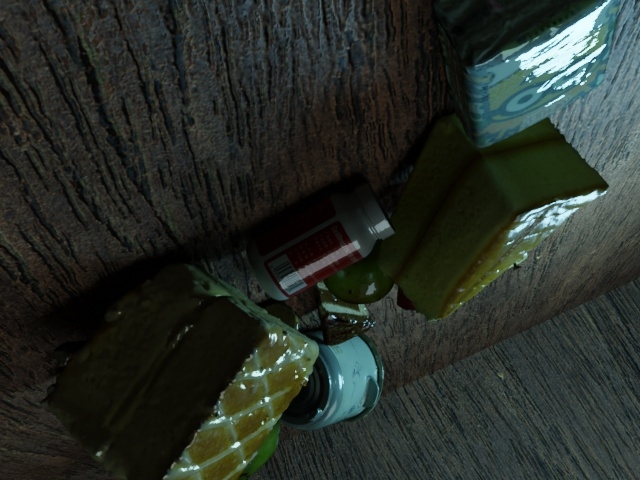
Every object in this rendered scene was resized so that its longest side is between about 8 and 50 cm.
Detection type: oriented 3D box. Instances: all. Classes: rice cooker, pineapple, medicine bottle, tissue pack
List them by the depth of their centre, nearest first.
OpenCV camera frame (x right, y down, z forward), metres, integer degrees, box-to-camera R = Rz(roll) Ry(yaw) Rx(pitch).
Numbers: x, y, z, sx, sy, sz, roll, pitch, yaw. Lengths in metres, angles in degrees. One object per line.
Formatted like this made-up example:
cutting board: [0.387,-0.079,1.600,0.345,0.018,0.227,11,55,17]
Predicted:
tissue pack: [0.290,-0.272,1.200,0.228,0.128,0.311,-27,161,4]
medicine bottle: [0.000,0.000,1.516,0.250,0.131,0.131,-29,160,7]
pineapple: [-0.112,0.217,1.972,0.119,0.111,0.237,8,160,-4]
rice cooker: [0.009,0.353,2.200,0.317,0.317,0.264,1,103,-51]

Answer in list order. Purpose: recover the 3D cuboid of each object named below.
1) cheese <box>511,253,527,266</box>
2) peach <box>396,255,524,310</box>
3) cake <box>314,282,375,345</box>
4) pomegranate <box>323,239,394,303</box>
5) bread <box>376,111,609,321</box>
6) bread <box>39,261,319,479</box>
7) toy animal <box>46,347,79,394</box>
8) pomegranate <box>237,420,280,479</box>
cheese: [0.369,-0.017,1.858,0.123,0.167,0.094,-12,160,-27]
peach: [0.244,0.020,1.674,0.267,0.154,0.159,-30,140,5]
cake: [0.014,0.177,1.999,0.135,0.112,0.246,-31,159,22]
pomegranate: [0.079,0.035,1.692,0.159,0.159,0.205,-14,127,-30]
bread: [0.278,-0.042,1.532,0.245,0.233,0.361,-14,149,-33]
bread: [-0.227,0.260,1.531,0.371,0.279,0.390,-54,159,-2]
toy animal: [-0.426,0.229,1.659,0.312,0.097,0.157,-34,169,16]
pomegranate: [-0.224,0.512,2.309,0.291,0.290,0.323,-31,159,14]
